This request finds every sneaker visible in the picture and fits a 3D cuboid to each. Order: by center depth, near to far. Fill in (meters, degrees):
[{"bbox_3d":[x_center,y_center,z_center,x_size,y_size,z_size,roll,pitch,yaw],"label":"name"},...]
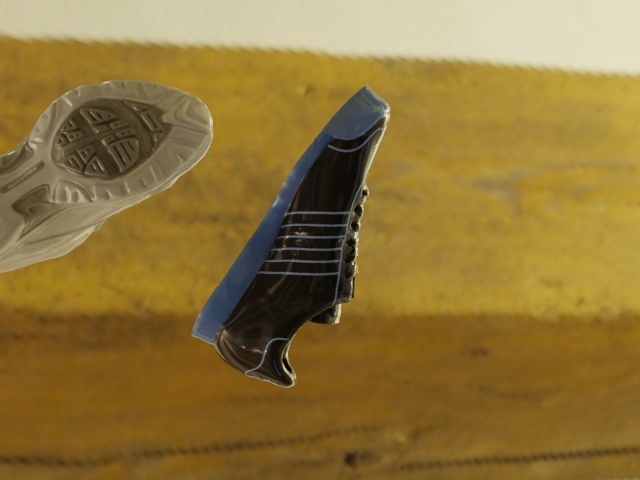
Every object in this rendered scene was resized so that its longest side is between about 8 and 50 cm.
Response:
[{"bbox_3d":[-0.176,-0.043,1.439,0.232,0.115,0.090,-23,-104,11],"label":"sneaker"},{"bbox_3d":[0.000,0.000,1.492,0.090,0.232,0.081,33,-171,3],"label":"sneaker"}]
